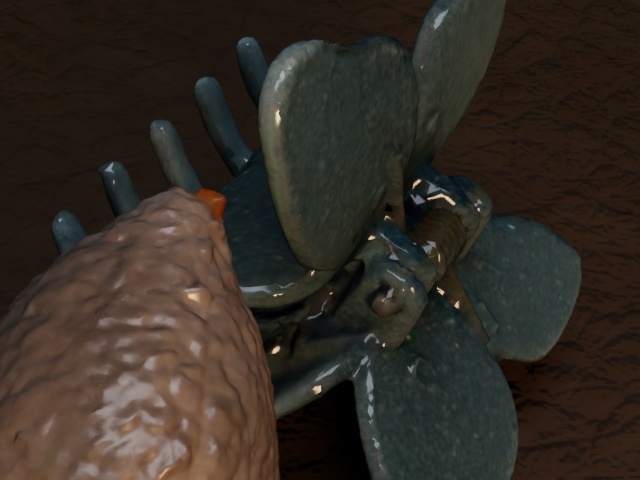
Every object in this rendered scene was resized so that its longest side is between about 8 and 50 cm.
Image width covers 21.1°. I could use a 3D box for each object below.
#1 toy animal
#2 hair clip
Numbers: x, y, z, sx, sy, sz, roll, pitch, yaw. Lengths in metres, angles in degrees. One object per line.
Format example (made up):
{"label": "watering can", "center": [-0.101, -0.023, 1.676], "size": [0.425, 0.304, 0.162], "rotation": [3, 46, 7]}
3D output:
{"label": "toy animal", "center": [-0.115, 0.142, 0.896], "size": [0.188, 0.359, 0.226], "rotation": [17, -2, -19]}
{"label": "hair clip", "center": [0.000, 0.000, 1.133], "size": [0.238, 0.392, 0.318], "rotation": [0, 34, 33]}
